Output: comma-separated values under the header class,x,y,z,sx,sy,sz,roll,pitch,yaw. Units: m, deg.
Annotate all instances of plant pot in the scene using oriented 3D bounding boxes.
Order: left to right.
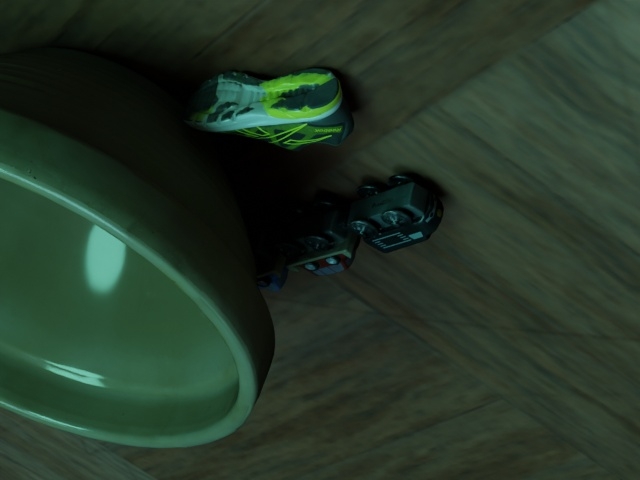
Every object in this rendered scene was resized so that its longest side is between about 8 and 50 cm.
class,x,y,z,sx,sy,sz,roll,pitch,yaw
plant pot,-0.120,-0.011,0.896,0.237,0.110,0.237,18,148,12

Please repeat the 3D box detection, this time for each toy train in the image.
class,x,y,z,sx,sy,sz,roll,pitch,yaw
toy train,0.000,0.000,0.912,0.036,0.027,0.158,30,150,-32

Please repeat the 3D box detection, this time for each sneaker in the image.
class,x,y,z,sx,sy,sz,roll,pitch,yaw
sneaker,-0.023,-0.052,0.839,0.083,0.031,0.035,1,143,34
